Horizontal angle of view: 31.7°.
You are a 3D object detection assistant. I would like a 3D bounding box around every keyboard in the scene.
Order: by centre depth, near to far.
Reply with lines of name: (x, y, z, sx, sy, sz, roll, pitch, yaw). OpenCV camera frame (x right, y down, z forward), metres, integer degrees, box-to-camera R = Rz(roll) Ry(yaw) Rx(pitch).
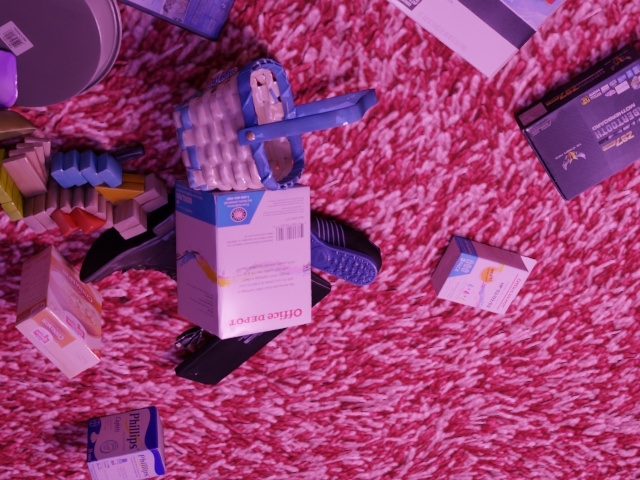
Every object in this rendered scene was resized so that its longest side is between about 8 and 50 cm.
keyboard: (-0.144, 0.151, 2.040, 0.317, 0.033, 0.201, -40, 146, 15)

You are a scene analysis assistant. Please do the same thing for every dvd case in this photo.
dvd case: (-0.232, -0.422, 1.662, 0.253, 0.022, 0.180, 20, 108, -22)

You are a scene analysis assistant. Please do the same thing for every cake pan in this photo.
cake pan: (-0.442, -0.314, 1.658, 0.293, 0.054, 0.293, 2, 130, 2)

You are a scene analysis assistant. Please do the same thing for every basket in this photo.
basket: (-0.064, -0.180, 1.722, 0.288, 0.255, 0.201, -7, 100, 11)

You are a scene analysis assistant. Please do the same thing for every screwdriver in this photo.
screwdriver: (-0.369, -0.128, 1.857, 0.169, 0.025, 0.024, -13, 126, 9)

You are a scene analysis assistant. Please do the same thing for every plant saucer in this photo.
plant saucer: (-0.550, -0.160, 1.691, 0.241, 0.241, 0.037, -12, 94, -2)

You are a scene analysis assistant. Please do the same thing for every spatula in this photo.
spatula: (-0.480, -0.316, 1.602, 0.084, 0.030, 0.296, 5, 130, -3)

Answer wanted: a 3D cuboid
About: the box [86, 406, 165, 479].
box: (-0.367, 0.390, 2.130, 0.137, 0.126, 0.072, -11, 123, -3)

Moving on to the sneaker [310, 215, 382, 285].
sneaker: (0.000, 0.000, 1.973, 0.232, 0.090, 0.081, 28, 118, -2)

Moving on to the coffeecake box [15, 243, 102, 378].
coffeecake box: (-0.438, 0.118, 1.901, 0.068, 0.185, 0.142, -30, 123, 10)

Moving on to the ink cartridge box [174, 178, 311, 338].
ink cartridge box: (-0.128, 0.020, 1.831, 0.171, 0.168, 0.233, -7, 104, -30)

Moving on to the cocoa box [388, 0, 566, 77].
cocoa box: (0.173, -0.438, 1.571, 0.347, 0.231, 0.228, 27, 115, -42)

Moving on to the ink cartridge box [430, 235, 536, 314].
ink cartridge box: (0.309, 0.069, 2.076, 0.181, 0.062, 0.104, 15, 120, -19)

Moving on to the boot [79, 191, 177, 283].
boot: (-0.257, 0.052, 1.952, 0.263, 0.091, 0.229, -31, 128, 15)

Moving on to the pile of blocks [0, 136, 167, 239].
pile of blocks: (-0.424, -0.073, 1.803, 0.362, 0.113, 0.149, 1, 137, -11)

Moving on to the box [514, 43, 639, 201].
box: (0.475, -0.198, 1.931, 0.232, 0.059, 0.183, -31, 124, 11)
